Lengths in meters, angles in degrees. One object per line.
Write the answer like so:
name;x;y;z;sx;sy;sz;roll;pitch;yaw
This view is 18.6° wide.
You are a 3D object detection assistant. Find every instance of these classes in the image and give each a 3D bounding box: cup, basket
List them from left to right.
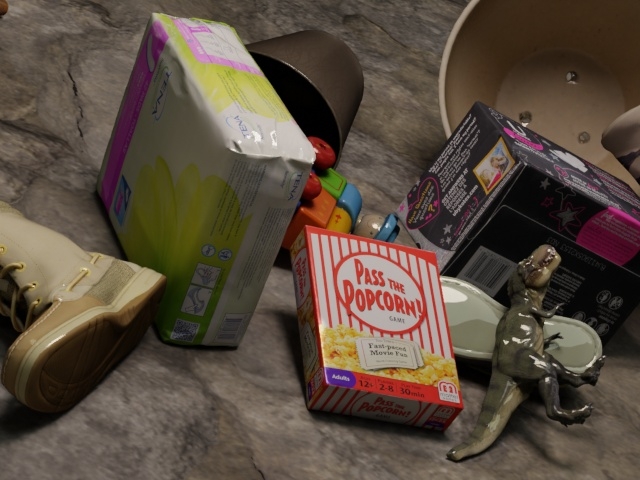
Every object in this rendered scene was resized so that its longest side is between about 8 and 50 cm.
basket;-0.041;-0.162;2.259;0.204;0.154;0.227;27;22;7
cup;0.305;-0.172;2.417;0.331;0.331;0.237;23;-1;2

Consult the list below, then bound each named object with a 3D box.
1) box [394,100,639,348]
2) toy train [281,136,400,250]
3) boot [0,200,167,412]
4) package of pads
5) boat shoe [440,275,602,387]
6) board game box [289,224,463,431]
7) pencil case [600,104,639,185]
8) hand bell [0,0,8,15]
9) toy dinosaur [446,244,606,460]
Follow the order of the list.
box;0.232;-0.011;2.102;0.247;0.163;0.142;25;21;-32
toy train;0.000;0.000;2.040;0.143;0.105;0.248;34;25;-5
boot;-0.269;0.047;1.717;0.203;0.095;0.262;27;24;9
package of pads;-0.117;-0.069;1.912;0.101;0.229;0.296;8;29;-27
boat shoe;0.171;0.100;2.007;0.227;0.069;0.081;17;66;1
board game box;0.052;0.084;1.893;0.146;0.045;0.193;11;47;-23
pencil case;0.479;-0.003;2.172;0.410;0.160;0.183;58;-4;14
hand bell;-0.442;-0.285;2.250;0.126;0.126;0.242;35;17;26
toy dinosaur;0.213;0.130;1.916;0.118;0.064;0.268;21;53;3
